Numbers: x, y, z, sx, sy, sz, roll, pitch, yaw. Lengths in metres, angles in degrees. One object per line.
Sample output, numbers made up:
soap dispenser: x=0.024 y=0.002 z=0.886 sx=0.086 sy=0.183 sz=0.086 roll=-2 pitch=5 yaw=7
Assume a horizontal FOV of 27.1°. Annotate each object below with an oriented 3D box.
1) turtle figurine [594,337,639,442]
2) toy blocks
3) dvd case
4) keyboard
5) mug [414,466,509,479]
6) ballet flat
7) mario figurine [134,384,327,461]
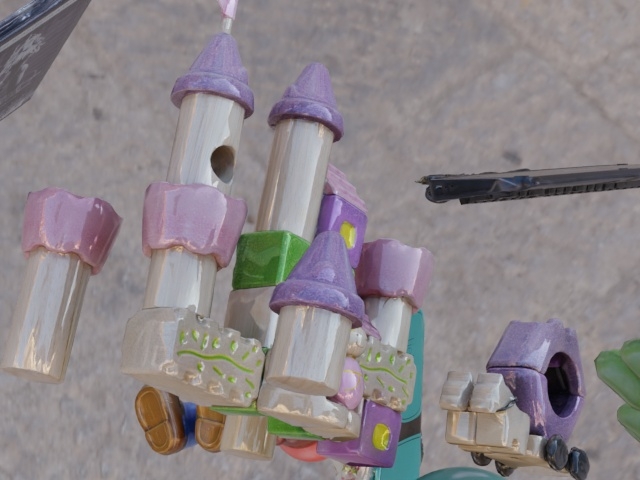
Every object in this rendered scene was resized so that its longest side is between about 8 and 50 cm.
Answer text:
turtle figurine: x=0.072 y=0.166 z=0.321 sx=0.198 sy=0.275 sz=0.266 roll=17 pitch=67 yaw=-40
toy blocks: x=0.000 y=0.000 z=0.895 sx=0.309 sy=0.288 sz=0.260 roll=-4 pitch=67 yaw=38
dvd case: x=-0.270 y=-0.138 z=1.111 sx=0.018 sy=0.221 sz=0.164 roll=46 pitch=51 yaw=-3
keyboard: x=0.228 y=-0.057 z=1.332 sx=0.317 sy=0.201 sz=0.033 roll=-5 pitch=95 yaw=-42
mug: x=0.110 y=0.225 z=0.914 sx=0.158 sy=0.097 sz=0.129 roll=14 pitch=57 yaw=-15
ballet flat: x=0.045 y=0.156 z=1.128 sx=0.077 sy=0.241 sz=0.091 roll=10 pitch=10 yaw=37
mario figurine: x=-0.073 y=0.164 z=1.535 sx=0.198 sy=0.320 sz=0.170 roll=32 pitch=102 yaw=27
